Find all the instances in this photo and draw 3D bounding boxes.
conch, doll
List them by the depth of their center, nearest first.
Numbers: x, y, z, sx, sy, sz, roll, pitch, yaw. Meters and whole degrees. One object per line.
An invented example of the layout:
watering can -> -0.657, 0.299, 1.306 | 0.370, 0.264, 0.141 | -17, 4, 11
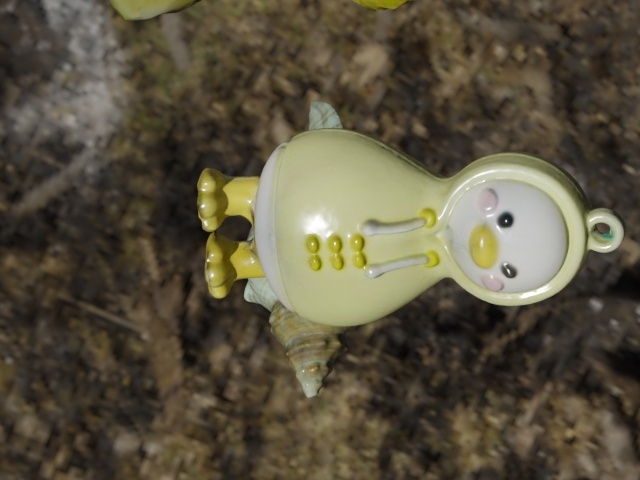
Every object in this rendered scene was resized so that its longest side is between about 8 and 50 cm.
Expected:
doll -> 0.058, -0.008, 1.211 | 0.296, 0.117, 0.141 | 1, 104, 24
conch -> -0.005, 0.005, 1.407 | 0.137, 0.114, 0.234 | 9, 96, 46

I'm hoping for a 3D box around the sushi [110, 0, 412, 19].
sushi -> -0.033, -0.266, 0.818 | 0.285, 0.328, 0.329 | -54, -26, -77
